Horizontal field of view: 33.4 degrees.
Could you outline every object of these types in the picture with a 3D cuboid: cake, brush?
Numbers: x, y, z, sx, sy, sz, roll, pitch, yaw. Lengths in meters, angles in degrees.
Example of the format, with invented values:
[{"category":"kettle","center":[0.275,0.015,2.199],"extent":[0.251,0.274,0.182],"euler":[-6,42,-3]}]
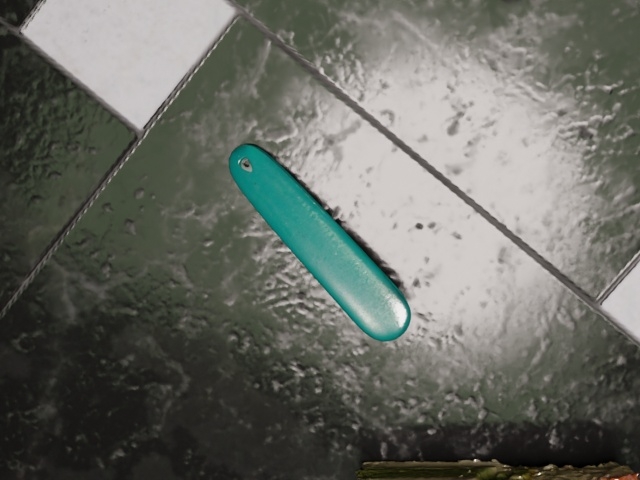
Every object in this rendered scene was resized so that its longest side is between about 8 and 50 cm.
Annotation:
[{"category":"cake","center":[0.140,0.232,0.828],"extent":[0.220,0.086,0.116],"euler":[-3,97,2]},{"category":"brush","center":[0.000,0.000,0.831],"extent":[0.043,0.032,0.193],"euler":[-44,83,13]}]
